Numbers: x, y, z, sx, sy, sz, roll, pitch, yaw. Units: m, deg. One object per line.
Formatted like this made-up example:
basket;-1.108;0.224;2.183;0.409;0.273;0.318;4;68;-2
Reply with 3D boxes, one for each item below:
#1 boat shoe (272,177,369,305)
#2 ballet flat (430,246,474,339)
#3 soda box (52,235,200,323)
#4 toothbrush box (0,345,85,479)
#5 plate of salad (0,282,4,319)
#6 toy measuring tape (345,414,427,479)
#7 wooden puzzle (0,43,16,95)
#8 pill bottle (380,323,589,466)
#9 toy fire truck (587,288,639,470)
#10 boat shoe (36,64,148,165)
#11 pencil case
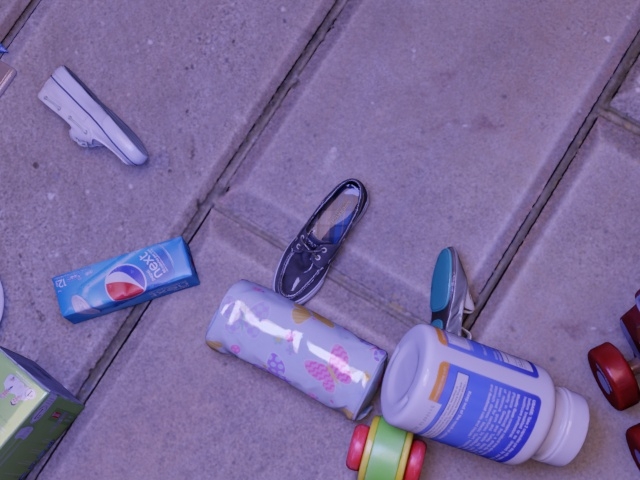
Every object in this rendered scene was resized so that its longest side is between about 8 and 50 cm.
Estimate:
boat shoe;0.000;0.000;1.879;0.080;0.076;0.228;37;82;12
ballet flat;0.198;0.117;1.850;0.068;0.072;0.213;14;77;-20
soda box;-0.298;0.062;1.889;0.210;0.071;0.067;-18;76;0
toothbrush box;-0.499;0.303;1.779;0.122;0.206;0.283;37;83;11
plate of salad;-0.593;0.105;1.916;0.200;0.048;0.200;1;69;-3
toy measuring tape;0.079;0.371;1.766;0.121;0.121;0.330;14;78;8
wooden puzzle;-0.547;-0.268;2.019;0.078;0.014;0.116;39;82;7
pill bottle;0.236;0.230;1.739;0.272;0.152;0.152;21;78;-15
toy fire truck;0.506;0.212;1.698;0.169;0.254;0.302;-24;76;-1
boat shoe;-0.365;-0.182;1.958;0.076;0.083;0.226;-46;66;5
pencil case;-0.036;0.163;1.824;0.273;0.113;0.124;25;102;10
